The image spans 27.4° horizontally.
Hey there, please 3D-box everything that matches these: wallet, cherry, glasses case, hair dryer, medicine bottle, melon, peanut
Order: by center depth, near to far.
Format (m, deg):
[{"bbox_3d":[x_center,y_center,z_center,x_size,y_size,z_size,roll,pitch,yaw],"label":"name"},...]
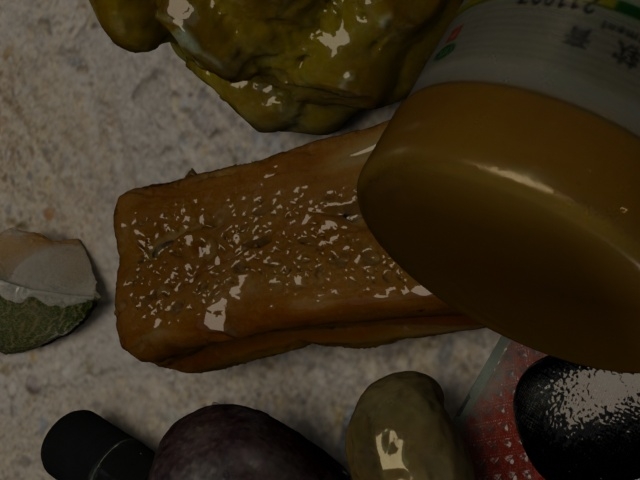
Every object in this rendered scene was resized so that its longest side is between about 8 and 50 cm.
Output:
[{"bbox_3d":[0.176,-0.070,0.851,0.237,0.238,0.232,17,68,33],"label":"medicine bottle"},{"bbox_3d":[0.263,0.096,0.904,0.266,0.067,0.103,-20,83,18],"label":"glasses case"},{"bbox_3d":[0.064,0.229,0.981,0.101,0.117,0.263,-8,71,51],"label":"peanut"},{"bbox_3d":[0.144,0.158,1.015,0.103,0.020,0.197,38,108,40],"label":"wallet"},{"bbox_3d":[-0.064,0.235,1.059,0.195,0.195,0.195,-3,84,32],"label":"cherry"},{"bbox_3d":[-0.211,0.278,1.219,0.124,0.071,0.219,24,107,34],"label":"hair dryer"},{"bbox_3d":[-0.315,0.042,1.277,0.202,0.139,0.093,-20,53,32],"label":"melon"}]

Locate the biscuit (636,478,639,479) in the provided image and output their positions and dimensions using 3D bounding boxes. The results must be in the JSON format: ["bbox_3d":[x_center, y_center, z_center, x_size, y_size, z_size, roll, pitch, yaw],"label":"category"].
[{"bbox_3d":[0.237,0.083,0.965,0.048,0.026,0.292,-7,82,28],"label":"biscuit"}]

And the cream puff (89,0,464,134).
[{"bbox_3d":[-0.049,-0.243,1.048,0.324,0.257,0.291,43,112,28],"label":"cream puff"}]

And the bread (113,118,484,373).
[{"bbox_3d":[0.000,0.000,1.080,0.380,0.109,0.185,-11,69,29],"label":"bread"}]

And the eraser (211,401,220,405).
[{"bbox_3d":[-0.099,0.194,1.174,0.027,0.019,0.099,21,96,32],"label":"eraser"}]
